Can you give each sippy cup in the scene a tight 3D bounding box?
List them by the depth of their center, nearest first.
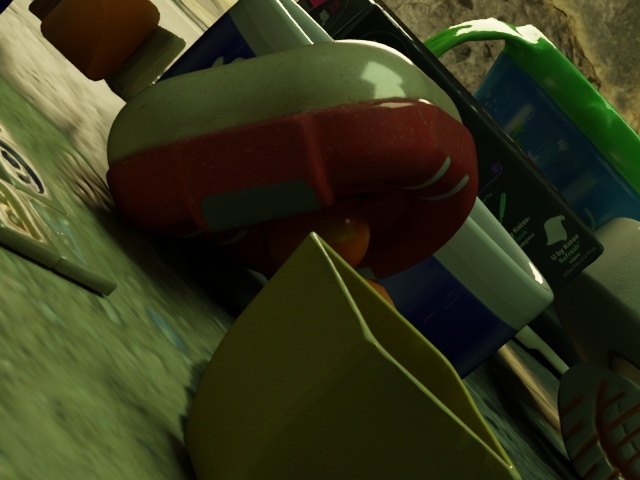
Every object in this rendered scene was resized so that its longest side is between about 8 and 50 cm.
[{"bbox_3d":[0.186,-0.041,1.676,0.305,0.224,0.240,50,7,12],"label":"sippy cup"}]

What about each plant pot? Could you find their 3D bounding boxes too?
[{"bbox_3d":[0.001,0.064,0.613,0.081,0.083,0.081,44,9,-29],"label":"plant pot"}]

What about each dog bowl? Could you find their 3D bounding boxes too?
[{"bbox_3d":[0.018,-0.029,1.113,0.265,0.104,0.265,47,7,-7],"label":"dog bowl"}]

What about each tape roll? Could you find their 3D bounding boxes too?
[{"bbox_3d":[0.325,0.154,1.495,0.392,0.072,0.392,54,-5,7],"label":"tape roll"}]

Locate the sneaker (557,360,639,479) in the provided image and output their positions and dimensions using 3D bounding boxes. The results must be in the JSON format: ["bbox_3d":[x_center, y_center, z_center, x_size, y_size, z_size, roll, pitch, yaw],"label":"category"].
[{"bbox_3d":[0.261,0.191,1.491,0.215,0.084,0.083,56,3,-6],"label":"sneaker"}]

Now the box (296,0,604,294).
[{"bbox_3d":[0.067,-0.060,1.407,0.270,0.143,0.165,45,8,-20],"label":"box"}]

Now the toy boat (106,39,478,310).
[{"bbox_3d":[0.000,0.000,0.857,0.231,0.151,0.151,14,65,-76],"label":"toy boat"}]

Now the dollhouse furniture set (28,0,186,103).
[{"bbox_3d":[-0.108,-0.230,0.845,0.262,0.259,0.135,44,-1,-17],"label":"dollhouse furniture set"}]

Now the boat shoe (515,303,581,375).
[{"bbox_3d":[0.261,0.066,1.979,0.127,0.113,0.340,53,9,35],"label":"boat shoe"}]

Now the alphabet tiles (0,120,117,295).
[{"bbox_3d":[-0.179,-0.081,0.631,0.198,0.009,0.237,52,8,28],"label":"alphabet tiles"}]

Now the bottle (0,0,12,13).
[{"bbox_3d":[-0.191,-0.128,0.379,0.283,0.118,0.092,47,8,-4],"label":"bottle"}]
